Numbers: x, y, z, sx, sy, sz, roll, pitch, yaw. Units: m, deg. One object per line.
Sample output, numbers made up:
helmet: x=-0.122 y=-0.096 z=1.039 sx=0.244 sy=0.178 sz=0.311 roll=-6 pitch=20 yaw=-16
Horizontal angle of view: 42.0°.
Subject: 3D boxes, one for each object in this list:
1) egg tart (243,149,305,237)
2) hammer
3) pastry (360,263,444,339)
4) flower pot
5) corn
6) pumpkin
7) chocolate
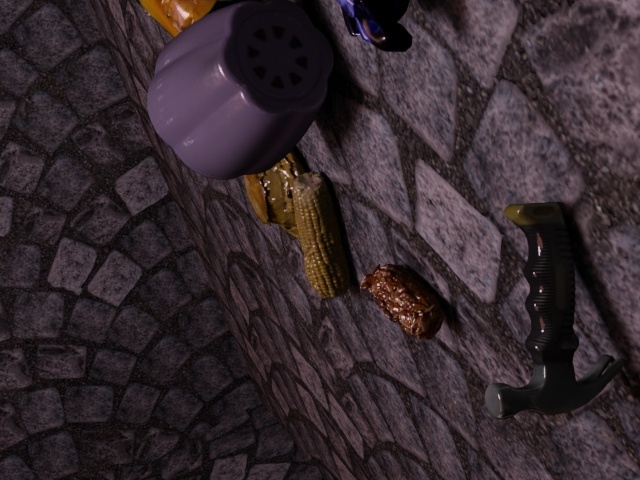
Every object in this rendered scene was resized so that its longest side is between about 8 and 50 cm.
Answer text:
egg tart: x=-0.090 y=-0.109 z=1.684 sx=0.241 sy=0.105 sz=0.241 roll=59 pitch=163 yaw=30
hammer: x=0.245 y=0.071 z=0.892 sx=0.041 sy=0.158 sz=0.227 roll=180 pitch=83 yaw=-71
pastry: x=0.135 y=0.086 z=1.319 sx=0.169 sy=0.087 sz=0.063 roll=48 pitch=125 yaw=42
flower pot: x=-0.105 y=-0.242 z=1.286 sx=0.243 sy=0.265 sz=0.265 roll=-15 pitch=102 yaw=60
corn: x=0.000 y=0.000 z=1.598 sx=0.086 sy=0.086 sz=0.288 roll=44 pitch=154 yaw=49
pumpkin: x=-0.212 y=-0.431 z=1.524 sx=0.312 sy=0.148 sz=0.169 roll=40 pitch=170 yaw=42
chocolate: x=0.021 y=-0.363 z=0.918 sx=0.343 sy=0.126 sz=0.148 roll=60 pitch=-157 yaw=4
